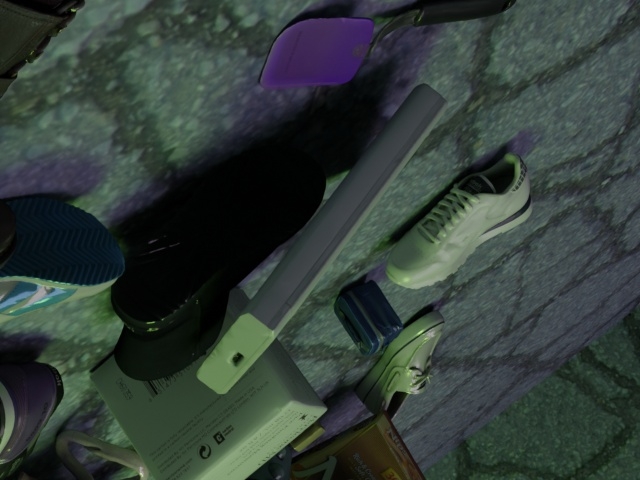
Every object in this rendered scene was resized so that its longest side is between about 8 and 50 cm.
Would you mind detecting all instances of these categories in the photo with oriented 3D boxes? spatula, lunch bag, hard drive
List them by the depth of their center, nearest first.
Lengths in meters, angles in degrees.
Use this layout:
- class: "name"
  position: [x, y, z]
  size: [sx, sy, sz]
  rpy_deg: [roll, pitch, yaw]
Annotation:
- class: "spatula"
  position: [0.076, -0.196, 1.094]
  size: [0.296, 0.030, 0.084]
  rpy_deg: [-24, 153, -34]
- class: "hard drive"
  position: [0.000, 0.000, 1.168]
  size: [0.307, 0.040, 0.203]
  rpy_deg: [-52, -179, -29]
- class: "lunch bag"
  position: [0.064, 0.112, 1.648]
  size: [0.065, 0.098, 0.067]
  rpy_deg: [-28, 163, -18]

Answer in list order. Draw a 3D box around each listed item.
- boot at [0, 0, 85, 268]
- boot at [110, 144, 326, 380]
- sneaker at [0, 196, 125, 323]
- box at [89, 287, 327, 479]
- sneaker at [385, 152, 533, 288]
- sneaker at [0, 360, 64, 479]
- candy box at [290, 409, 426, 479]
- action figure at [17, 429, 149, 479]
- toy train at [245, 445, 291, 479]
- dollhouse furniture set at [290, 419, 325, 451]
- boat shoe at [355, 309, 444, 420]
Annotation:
- class: "boot"
  position: [-0.229, -0.078, 0.750]
  size: [0.229, 0.091, 0.263]
  rpy_deg: [-43, 157, 16]
- class: "boot"
  position: [-0.108, 0.027, 1.185]
  size: [0.246, 0.094, 0.207]
  rpy_deg: [-41, 170, -19]
- class: "sneaker"
  position: [-0.264, 0.029, 0.949]
  size: [0.228, 0.087, 0.092]
  rpy_deg: [-9, 153, -40]
- class: "box"
  position: [-0.124, 0.169, 1.330]
  size: [0.181, 0.182, 0.119]
  rpy_deg: [-41, 159, 8]
- class: "sneaker"
  position: [0.178, -0.029, 1.581]
  size: [0.235, 0.090, 0.095]
  rpy_deg: [-37, 148, -13]
- class: "sneaker"
  position: [-0.351, 0.233, 1.208]
  size: [0.283, 0.107, 0.124]
  rpy_deg: [-48, 164, 26]
- class: "candy box"
  position: [0.019, 0.450, 2.074]
  size: [0.316, 0.183, 0.087]
  rpy_deg: [-30, 180, 17]
- class: "action figure"
  position: [-0.319, 0.375, 1.525]
  size: [0.276, 0.248, 0.370]
  rpy_deg: [-65, 163, -10]
- class: "toy train"
  position: [-0.124, 0.372, 1.672]
  size: [0.190, 0.142, 0.334]
  rpy_deg: [-35, -162, 18]
- class: "dollhouse furniture set"
  position: [-0.104, 0.213, 1.457]
  size: [0.161, 0.182, 0.101]
  rpy_deg: [-38, 160, -1]
- class: "boat shoe"
  position: [0.149, 0.223, 2.046]
  size: [0.096, 0.088, 0.267]
  rpy_deg: [-17, 152, -44]
